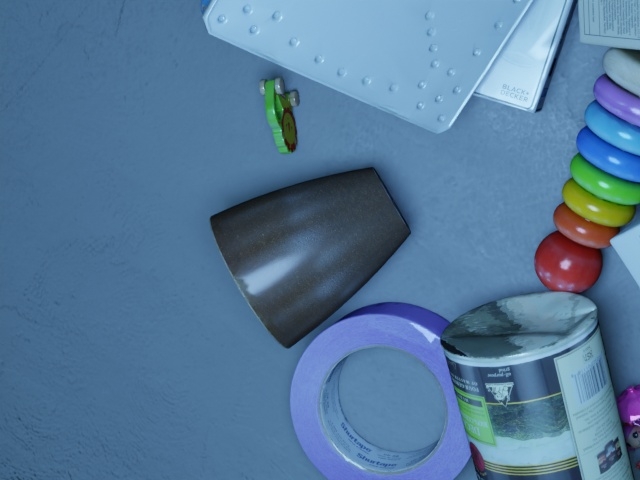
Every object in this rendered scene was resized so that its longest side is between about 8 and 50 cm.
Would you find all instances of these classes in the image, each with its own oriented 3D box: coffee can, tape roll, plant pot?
[{"bbox_3d":[0.284,0.229,1.394,0.202,0.201,0.275,-11,105,20],"label":"coffee can"},{"bbox_3d":[0.099,0.231,1.552,0.275,0.090,0.274,3,100,18],"label":"tape roll"},{"bbox_3d":[0.000,0.000,1.504,0.230,0.215,0.215,-31,88,6],"label":"plant pot"}]

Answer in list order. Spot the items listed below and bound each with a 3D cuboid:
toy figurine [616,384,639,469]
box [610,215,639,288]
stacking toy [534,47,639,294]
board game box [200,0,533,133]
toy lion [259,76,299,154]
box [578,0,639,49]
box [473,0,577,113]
[{"bbox_3d":[0.455,0.268,1.445,0.159,0.130,0.173,39,133,23],"label":"toy figurine"},{"bbox_3d":[0.480,0.022,1.328,0.119,0.182,0.181,-35,87,44],"label":"box"},{"bbox_3d":[0.363,-0.074,1.387,0.141,0.141,0.330,27,115,13],"label":"stacking toy"},{"bbox_3d":[0.104,-0.349,1.242,0.390,0.390,0.050,-58,40,17],"label":"board game box"},{"bbox_3d":[-0.055,-0.173,1.539,0.034,0.100,0.096,-5,78,17],"label":"toy lion"},{"bbox_3d":[0.450,-0.291,1.239,0.311,0.121,0.148,24,125,52],"label":"box"},{"bbox_3d":[0.253,-0.328,1.415,0.169,0.087,0.289,19,104,15],"label":"box"}]
